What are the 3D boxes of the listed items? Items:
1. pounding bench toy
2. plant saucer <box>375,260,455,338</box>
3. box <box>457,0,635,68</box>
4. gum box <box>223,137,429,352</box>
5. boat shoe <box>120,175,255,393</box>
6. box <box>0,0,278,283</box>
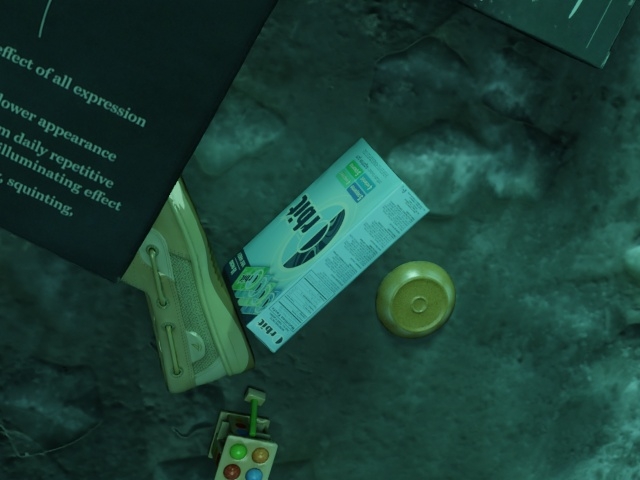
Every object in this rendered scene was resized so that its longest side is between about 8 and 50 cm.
[{"bbox_3d":[-0.073,0.194,1.301,0.052,0.065,0.083,13,105,-15],"label":"pounding bench toy"},{"bbox_3d":[0.097,0.062,1.318,0.083,0.015,0.083,-4,109,-11],"label":"plant saucer"},{"bbox_3d":[0.183,-0.266,1.175,0.207,0.108,0.153,23,102,-18],"label":"box"},{"bbox_3d":[0.000,0.000,1.201,0.184,0.157,0.041,-42,112,4],"label":"gum box"},{"bbox_3d":[-0.152,0.007,1.202,0.098,0.109,0.302,-22,117,-5],"label":"boat shoe"},{"bbox_3d":[-0.153,-0.226,0.795,0.293,0.212,0.395,28,122,-10],"label":"box"}]
